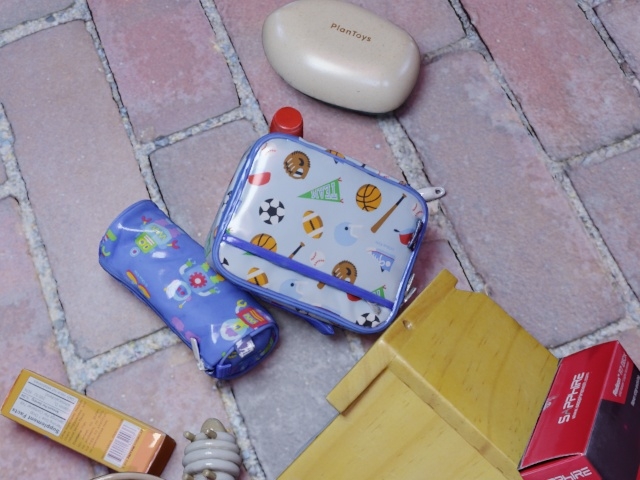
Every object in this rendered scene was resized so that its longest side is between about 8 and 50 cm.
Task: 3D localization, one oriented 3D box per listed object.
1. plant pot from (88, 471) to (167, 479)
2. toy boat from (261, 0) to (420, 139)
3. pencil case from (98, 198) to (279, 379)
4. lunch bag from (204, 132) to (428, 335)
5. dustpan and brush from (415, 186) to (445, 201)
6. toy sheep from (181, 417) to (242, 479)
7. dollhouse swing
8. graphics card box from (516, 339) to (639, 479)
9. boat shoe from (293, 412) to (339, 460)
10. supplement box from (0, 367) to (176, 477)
[{"bbox_3d":[-0.257,0.416,1.183,0.238,0.110,0.237,2,80,-15],"label":"plant pot"},{"bbox_3d":[-0.001,-0.245,1.472,0.268,0.148,0.318,27,63,7],"label":"toy boat"},{"bbox_3d":[-0.199,0.076,1.339,0.306,0.119,0.133,42,52,19],"label":"pencil case"},{"bbox_3d":[0.000,0.000,1.306,0.303,0.115,0.243,23,82,-15],"label":"lunch bag"},{"bbox_3d":[0.092,-0.059,1.428,0.211,0.060,0.147,-13,79,3],"label":"dustpan and brush"},{"bbox_3d":[-0.150,0.307,1.256,0.091,0.091,0.132,0,60,2],"label":"toy sheep"},{"bbox_3d":[0.162,0.299,1.236,0.347,0.305,0.315,42,36,7],"label":"dollhouse swing"},{"bbox_3d":[0.396,0.329,1.085,0.371,0.094,0.233,54,36,-8],"label":"graphics card box"},{"bbox_3d":[0.026,0.275,1.290,0.142,0.049,0.040,-39,97,-14],"label":"boat shoe"},{"bbox_3d":[-0.326,0.262,1.289,0.234,0.078,0.080,24,73,12],"label":"supplement box"}]
